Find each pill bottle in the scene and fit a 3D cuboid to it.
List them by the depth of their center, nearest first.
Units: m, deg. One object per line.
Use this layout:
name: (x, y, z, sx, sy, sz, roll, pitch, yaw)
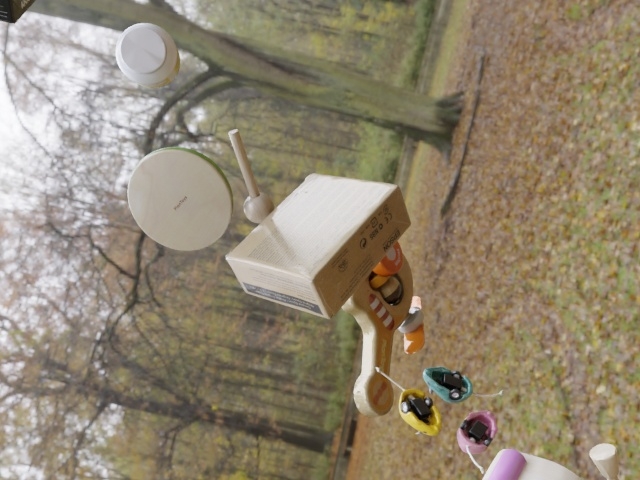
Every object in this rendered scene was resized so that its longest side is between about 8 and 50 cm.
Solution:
pill bottle: (-0.302, -0.324, 1.252, 0.184, 0.103, 0.103, -135, 57, -78)

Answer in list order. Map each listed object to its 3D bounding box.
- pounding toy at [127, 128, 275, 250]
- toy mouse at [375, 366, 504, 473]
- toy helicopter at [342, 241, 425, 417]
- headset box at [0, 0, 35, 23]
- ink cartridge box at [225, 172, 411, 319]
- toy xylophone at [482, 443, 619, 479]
pounding toy: (-0.203, -0.093, 1.229, 0.110, 0.237, 0.183, -70, -38, -64)
toy mouse: (0.159, 0.200, 0.833, 0.161, 0.143, 0.031, 50, 134, 37)
toy helicopter: (0.126, 0.175, 1.409, 0.140, 0.235, 0.355, -18, 55, 41)
headset box: (-0.565, -0.575, 1.244, 0.246, 0.131, 0.283, -82, 5, -45)
ink cartridge box: (0.000, 0.000, 1.139, 0.235, 0.193, 0.088, -47, -51, -29)
toy xylophone: (0.256, 0.354, 0.720, 0.236, 0.081, 0.323, -26, -77, -48)
